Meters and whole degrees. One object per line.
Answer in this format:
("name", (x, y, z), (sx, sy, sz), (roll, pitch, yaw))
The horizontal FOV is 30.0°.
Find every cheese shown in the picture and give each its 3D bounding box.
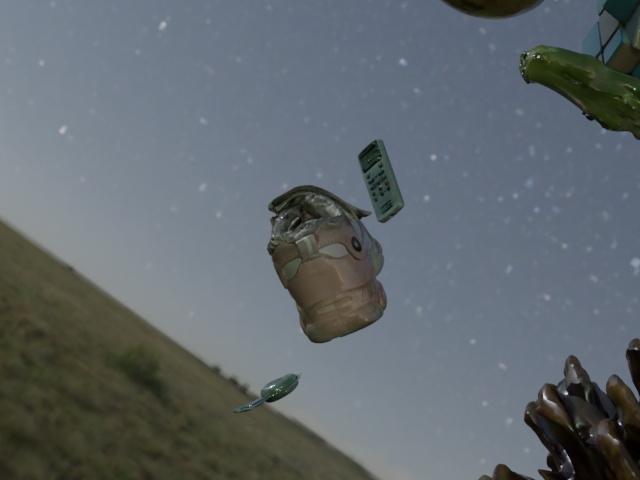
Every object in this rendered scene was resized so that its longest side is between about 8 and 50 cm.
("cheese", (-0.075, 0.235, 1.835), (0.067, 0.121, 0.026), (-22, -84, 54))

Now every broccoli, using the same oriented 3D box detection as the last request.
("broccoli", (0.418, -0.202, 1.632), (0.304, 0.145, 0.165), (17, -37, -4))

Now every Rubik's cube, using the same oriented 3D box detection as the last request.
("Rubik's cube", (0.575, -0.337, 1.976), (0.265, 0.224, 0.213), (17, -44, -14))

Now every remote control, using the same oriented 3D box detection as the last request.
("remote control", (0.087, -0.086, 1.716), (0.018, 0.053, 0.124), (11, 52, -39))

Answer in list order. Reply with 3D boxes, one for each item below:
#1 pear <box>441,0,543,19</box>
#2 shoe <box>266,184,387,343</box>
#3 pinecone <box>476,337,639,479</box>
("pear", (0.282, -0.512, 2.012), (0.283, 0.283, 0.283), (35, -9, 6))
("shoe", (0.003, -0.001, 1.879), (0.351, 0.172, 0.198), (-115, -179, -65))
("pinecone", (0.335, 0.216, 0.947), (0.384, 0.384, 0.384), (35, -9, 6))
